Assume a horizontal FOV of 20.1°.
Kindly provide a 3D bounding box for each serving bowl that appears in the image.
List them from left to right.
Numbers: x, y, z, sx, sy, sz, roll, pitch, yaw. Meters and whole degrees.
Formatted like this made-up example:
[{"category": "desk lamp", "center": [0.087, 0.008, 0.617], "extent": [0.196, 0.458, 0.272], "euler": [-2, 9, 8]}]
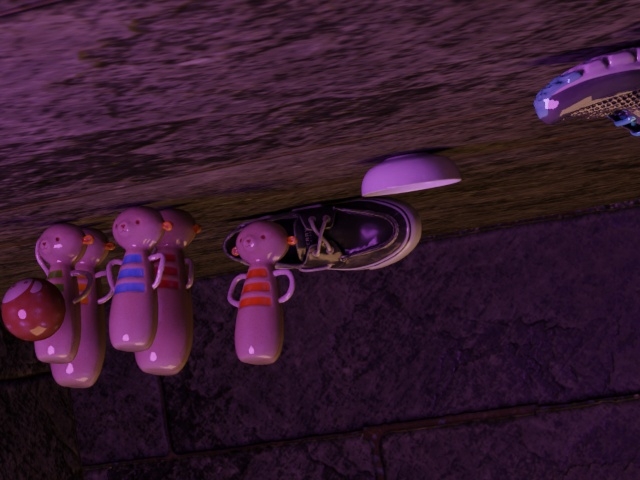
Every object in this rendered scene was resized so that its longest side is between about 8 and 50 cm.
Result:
[{"category": "serving bowl", "center": [0.073, -0.056, 1.482], "extent": [0.083, 0.027, 0.083], "euler": [-9, 177, -1]}]

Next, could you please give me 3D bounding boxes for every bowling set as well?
[{"category": "bowling set", "center": [-0.177, 0.027, 1.567], "extent": [0.287, 0.154, 0.200], "euler": [-9, 159, 32]}]

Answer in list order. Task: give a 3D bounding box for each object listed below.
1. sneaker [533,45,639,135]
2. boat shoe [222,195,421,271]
[{"category": "sneaker", "center": [0.203, -0.073, 1.011], "extent": [0.167, 0.076, 0.065], "euler": [-9, 177, -9]}, {"category": "boat shoe", "center": [0.000, 0.000, 1.926], "extent": [0.219, 0.077, 0.070], "euler": [-9, 179, 28]}]
